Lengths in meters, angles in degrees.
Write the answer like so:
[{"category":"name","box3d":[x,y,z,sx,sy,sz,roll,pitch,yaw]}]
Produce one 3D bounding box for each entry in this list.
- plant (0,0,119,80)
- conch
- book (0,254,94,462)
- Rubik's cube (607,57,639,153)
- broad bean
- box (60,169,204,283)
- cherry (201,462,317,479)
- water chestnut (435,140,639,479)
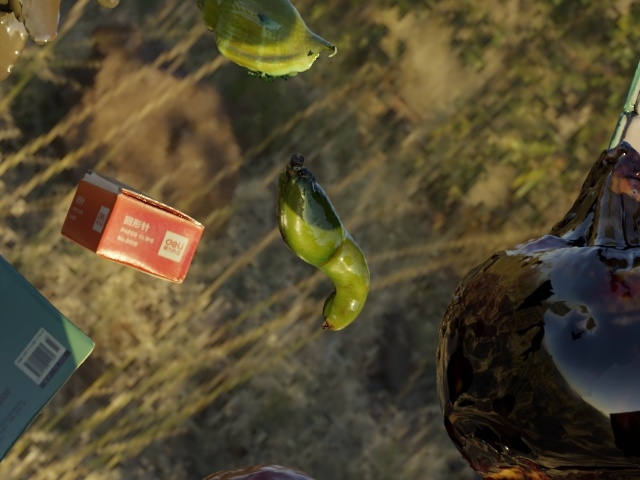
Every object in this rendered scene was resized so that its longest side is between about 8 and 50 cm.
[{"category":"plant","box3d":[-0.228,-0.279,1.086,0.194,0.321,0.181,8,-15,19]},{"category":"conch","box3d":[-0.076,-0.241,1.769,0.201,0.095,0.079,48,7,31]},{"category":"book","box3d":[-0.461,0.093,1.782,0.379,0.264,0.031,48,-25,-23]},{"category":"Rubik's cube","box3d":[0.423,-0.077,1.728,0.221,0.225,0.231,20,11,9]},{"category":"broad bean","box3d":[0.000,0.000,1.512,0.048,0.070,0.214,33,-28,47]},{"category":"box","box3d":[-0.249,-0.018,2.093,0.133,0.099,0.182,23,-1,-24]},{"category":"cherry","box3d":[-0.068,0.453,1.943,0.291,0.335,0.326,-7,36,-15]},{"category":"water chestnut","box3d":[0.216,0.088,1.144,0.289,0.244,0.289,31,-22,15]}]
